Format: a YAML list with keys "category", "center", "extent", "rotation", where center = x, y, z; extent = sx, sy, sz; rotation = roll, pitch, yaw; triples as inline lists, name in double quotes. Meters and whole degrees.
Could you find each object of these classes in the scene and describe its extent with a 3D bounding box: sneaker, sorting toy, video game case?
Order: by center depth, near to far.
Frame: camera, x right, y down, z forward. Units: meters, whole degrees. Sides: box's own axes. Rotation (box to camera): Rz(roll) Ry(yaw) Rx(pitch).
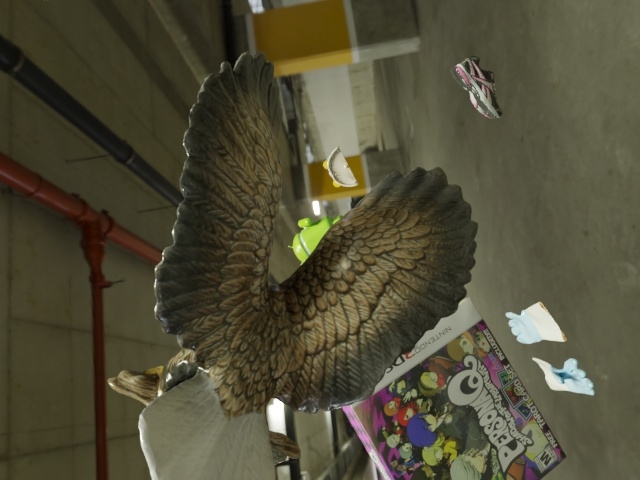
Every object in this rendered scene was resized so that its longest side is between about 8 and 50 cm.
- category: "video game case"
  center: [0.156, 0.217, 0.692]
  extent: [0.232, 0.210, 0.042]
  rotation: [60, 159, 5]
- category: "sorting toy"
  center: [0.039, -0.143, 1.150]
  extent: [0.083, 0.045, 0.075]
  rotation: [61, -169, -8]
- category: "sneaker"
  center: [0.408, -0.381, 1.427]
  extent: [0.178, 0.077, 0.072]
  rotation: [46, -177, -23]

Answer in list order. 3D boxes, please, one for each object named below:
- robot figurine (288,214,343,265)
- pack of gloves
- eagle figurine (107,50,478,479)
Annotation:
- category: "robot figurine"
  center: [0.000, 0.000, 1.048]
  extent: [0.101, 0.115, 0.067]
  rotation: [56, -166, -10]
- category: "pack of gloves"
  center: [0.437, 0.226, 1.140]
  extent: [0.195, 0.046, 0.232]
  rotation: [57, 174, 11]
- category: "eagle figurine"
  center: [-0.037, 0.034, 0.451]
  extent: [0.225, 0.298, 0.226]
  rotation: [41, -167, 24]
